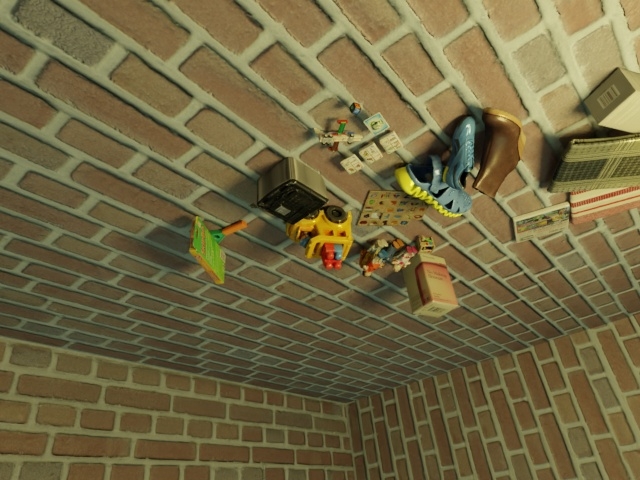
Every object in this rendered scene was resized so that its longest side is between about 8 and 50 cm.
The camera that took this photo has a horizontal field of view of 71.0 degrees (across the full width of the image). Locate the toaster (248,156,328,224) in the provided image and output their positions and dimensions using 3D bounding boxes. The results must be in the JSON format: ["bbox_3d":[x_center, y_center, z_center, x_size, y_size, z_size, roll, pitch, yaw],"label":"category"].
[{"bbox_3d":[-0.096,-0.148,1.374,0.168,0.110,0.186,-32,140,32],"label":"toaster"}]

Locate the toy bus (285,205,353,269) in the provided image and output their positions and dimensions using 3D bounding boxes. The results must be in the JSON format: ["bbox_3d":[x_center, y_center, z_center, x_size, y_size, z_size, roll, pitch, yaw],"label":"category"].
[{"bbox_3d":[0.000,0.000,1.517,0.221,0.211,0.149,5,140,-13],"label":"toy bus"}]

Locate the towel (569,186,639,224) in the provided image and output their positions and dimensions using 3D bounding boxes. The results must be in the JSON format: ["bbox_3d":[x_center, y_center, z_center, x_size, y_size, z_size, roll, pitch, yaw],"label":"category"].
[{"bbox_3d":[1.018,-0.181,1.605,0.237,0.037,0.329,-18,144,20],"label":"towel"}]

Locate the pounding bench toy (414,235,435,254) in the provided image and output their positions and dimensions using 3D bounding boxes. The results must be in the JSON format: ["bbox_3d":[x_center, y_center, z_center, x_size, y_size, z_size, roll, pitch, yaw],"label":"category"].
[{"bbox_3d":[0.418,0.011,1.765,0.065,0.052,0.083,-2,146,-8],"label":"pounding bench toy"}]

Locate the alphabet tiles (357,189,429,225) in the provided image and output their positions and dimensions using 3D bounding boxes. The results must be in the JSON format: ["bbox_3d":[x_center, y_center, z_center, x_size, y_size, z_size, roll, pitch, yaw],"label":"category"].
[{"bbox_3d":[0.265,-0.111,1.592,0.238,0.009,0.198,0,146,-11],"label":"alphabet tiles"}]

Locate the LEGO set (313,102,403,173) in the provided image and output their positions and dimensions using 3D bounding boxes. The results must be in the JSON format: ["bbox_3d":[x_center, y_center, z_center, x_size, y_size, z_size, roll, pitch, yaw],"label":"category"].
[{"bbox_3d":[0.105,-0.297,1.264,0.183,0.060,0.244,-27,150,20],"label":"LEGO set"}]

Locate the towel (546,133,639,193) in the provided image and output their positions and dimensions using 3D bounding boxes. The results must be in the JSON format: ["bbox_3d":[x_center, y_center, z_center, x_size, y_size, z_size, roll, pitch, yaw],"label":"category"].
[{"bbox_3d":[0.899,-0.241,1.376,0.325,0.056,0.312,-3,158,15],"label":"towel"}]

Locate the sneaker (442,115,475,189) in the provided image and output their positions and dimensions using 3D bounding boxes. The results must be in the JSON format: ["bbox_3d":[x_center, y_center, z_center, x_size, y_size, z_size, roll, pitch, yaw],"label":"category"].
[{"bbox_3d":[0.416,-0.246,1.283,0.069,0.082,0.209,-6,118,-31],"label":"sneaker"}]

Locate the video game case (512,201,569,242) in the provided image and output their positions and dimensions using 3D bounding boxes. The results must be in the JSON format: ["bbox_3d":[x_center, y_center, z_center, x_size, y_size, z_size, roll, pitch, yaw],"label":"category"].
[{"bbox_3d":[0.862,-0.068,1.757,0.202,0.023,0.183,-17,146,17],"label":"video game case"}]

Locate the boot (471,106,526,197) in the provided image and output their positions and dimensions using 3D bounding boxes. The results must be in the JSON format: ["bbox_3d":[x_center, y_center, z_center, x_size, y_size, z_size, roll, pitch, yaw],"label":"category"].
[{"bbox_3d":[0.493,-0.242,1.278,0.249,0.090,0.206,21,99,-45],"label":"boot"}]

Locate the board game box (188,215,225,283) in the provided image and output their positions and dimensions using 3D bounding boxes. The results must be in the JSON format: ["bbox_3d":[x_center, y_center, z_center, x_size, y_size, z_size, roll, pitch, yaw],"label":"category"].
[{"bbox_3d":[-0.389,0.037,1.547,0.039,0.124,0.259,-8,146,5],"label":"board game box"}]

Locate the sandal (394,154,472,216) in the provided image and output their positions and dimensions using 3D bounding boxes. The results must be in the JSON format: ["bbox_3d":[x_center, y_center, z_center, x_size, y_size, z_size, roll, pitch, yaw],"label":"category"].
[{"bbox_3d":[0.389,-0.174,1.423,0.318,0.126,0.138,19,135,-36],"label":"sandal"}]

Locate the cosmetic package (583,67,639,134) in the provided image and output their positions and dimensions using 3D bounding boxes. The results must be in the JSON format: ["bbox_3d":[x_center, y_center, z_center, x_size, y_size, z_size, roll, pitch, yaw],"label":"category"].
[{"bbox_3d":[0.873,-0.371,1.229,0.238,0.107,0.127,4,146,-22],"label":"cosmetic package"}]

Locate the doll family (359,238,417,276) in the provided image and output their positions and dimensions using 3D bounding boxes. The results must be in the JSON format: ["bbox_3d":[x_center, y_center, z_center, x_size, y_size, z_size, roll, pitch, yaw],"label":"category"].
[{"bbox_3d":[0.246,0.062,1.783,0.263,0.118,0.163,-5,145,-37],"label":"doll family"}]

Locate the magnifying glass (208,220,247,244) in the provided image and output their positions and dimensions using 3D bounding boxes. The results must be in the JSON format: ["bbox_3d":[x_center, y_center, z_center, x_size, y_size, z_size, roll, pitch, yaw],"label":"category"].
[{"bbox_3d":[-0.362,-0.019,1.598,0.231,0.026,0.092,-22,143,21],"label":"magnifying glass"}]

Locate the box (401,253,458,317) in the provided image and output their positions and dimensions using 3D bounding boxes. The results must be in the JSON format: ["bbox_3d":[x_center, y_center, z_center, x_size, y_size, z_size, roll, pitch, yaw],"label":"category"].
[{"bbox_3d":[0.453,0.187,1.873,0.149,0.232,0.127,13,141,-28],"label":"box"}]
